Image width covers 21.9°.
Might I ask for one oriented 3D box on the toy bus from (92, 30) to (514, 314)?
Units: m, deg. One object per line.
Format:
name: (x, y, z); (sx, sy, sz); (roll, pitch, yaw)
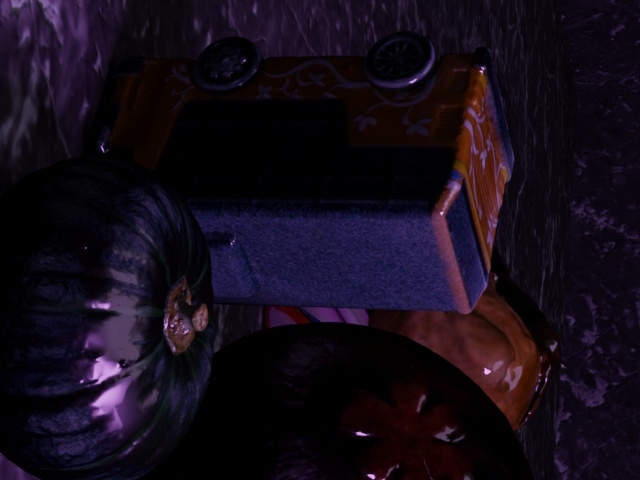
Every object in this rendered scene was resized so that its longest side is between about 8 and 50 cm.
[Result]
toy bus: (-0.017, -0.042, 1.153); (0.138, 0.275, 0.167); (69, 29, -51)

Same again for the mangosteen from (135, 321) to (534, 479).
mangosteen: (-0.003, 0.223, 1.199); (0.347, 0.306, 0.307); (118, -11, -49)

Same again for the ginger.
ginger: (0.105, 0.111, 1.721); (0.223, 0.200, 0.269); (2, 44, -48)

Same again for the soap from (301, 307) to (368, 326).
soap: (0.000, 0.000, 1.583); (0.203, 0.065, 0.122); (59, 34, -61)

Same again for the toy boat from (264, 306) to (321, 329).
toy boat: (-0.038, 0.148, 1.449); (0.318, 0.072, 0.219); (24, 50, -50)

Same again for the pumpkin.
pumpkin: (-0.132, 0.047, 0.986); (0.202, 0.140, 0.202); (-4, 90, -74)
